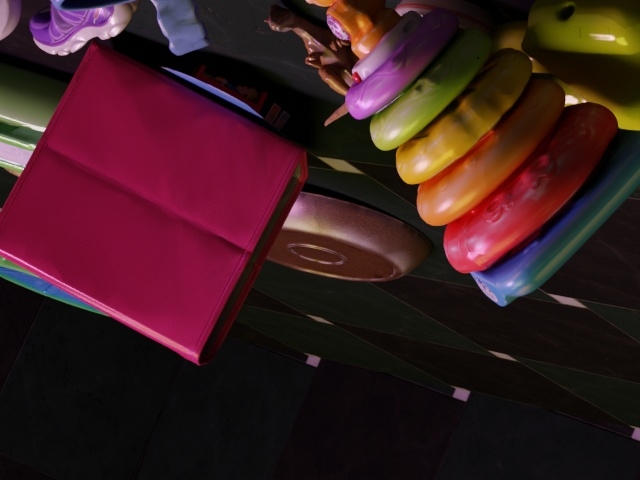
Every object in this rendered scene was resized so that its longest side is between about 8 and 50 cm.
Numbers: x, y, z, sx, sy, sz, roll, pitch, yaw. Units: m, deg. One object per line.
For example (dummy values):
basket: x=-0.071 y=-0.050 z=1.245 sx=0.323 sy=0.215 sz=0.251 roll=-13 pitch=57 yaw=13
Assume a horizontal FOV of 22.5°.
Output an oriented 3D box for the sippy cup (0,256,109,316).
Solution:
sippy cup: x=-0.346 y=-0.028 z=2.332 sx=0.305 sy=0.224 sz=0.240 roll=23 pitch=168 yaw=-23

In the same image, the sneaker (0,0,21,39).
sneaker: x=-0.444 y=-0.261 z=1.685 sx=0.366 sy=0.135 sz=0.150 roll=5 pitch=-159 yaw=27

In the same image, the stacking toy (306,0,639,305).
stacking toy: x=0.086 y=-0.109 z=1.184 sx=0.302 sy=0.166 sz=0.175 roll=44 pitch=-179 yaw=-8

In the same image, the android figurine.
android figurine: x=0.266 y=-0.121 z=1.210 sx=0.273 sy=0.056 sz=0.248 roll=12 pitch=167 yaw=43

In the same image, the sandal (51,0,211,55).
sandal: x=-0.174 y=-0.234 z=1.198 sx=0.317 sy=0.138 sz=0.126 roll=19 pitch=172 yaw=13

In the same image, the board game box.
board game box: x=-0.098 y=-0.160 z=1.731 sx=0.133 sy=0.033 sz=0.169 roll=24 pitch=174 yaw=31

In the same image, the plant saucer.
plant saucer: x=0.000 y=0.000 z=2.246 sx=0.310 sy=0.050 sz=0.310 roll=13 pitch=167 yaw=3

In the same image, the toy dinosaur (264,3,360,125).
toy dinosaur: x=0.022 y=-0.159 z=1.489 sx=0.112 sy=0.064 sz=0.211 roll=34 pitch=170 yaw=35

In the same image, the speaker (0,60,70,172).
speaker: x=-0.388 y=-0.158 z=2.003 sx=0.296 sy=0.131 sz=0.131 roll=18 pitch=170 yaw=9

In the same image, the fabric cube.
fabric cube: x=-0.184 y=-0.033 z=1.792 sx=0.258 sy=0.259 sz=0.254 roll=27 pitch=176 yaw=1

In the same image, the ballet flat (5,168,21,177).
ballet flat: x=-0.410 y=-0.162 z=2.150 sx=0.342 sy=0.116 sz=0.124 roll=25 pitch=149 yaw=-13

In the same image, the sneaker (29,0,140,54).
sneaker: x=-0.240 y=-0.233 z=1.573 sx=0.071 sy=0.068 sz=0.170 roll=42 pitch=152 yaw=-26

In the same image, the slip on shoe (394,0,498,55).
slip on shoe: x=0.127 y=-0.108 z=1.400 sx=0.123 sy=0.101 sz=0.331 roll=13 pitch=170 yaw=21
